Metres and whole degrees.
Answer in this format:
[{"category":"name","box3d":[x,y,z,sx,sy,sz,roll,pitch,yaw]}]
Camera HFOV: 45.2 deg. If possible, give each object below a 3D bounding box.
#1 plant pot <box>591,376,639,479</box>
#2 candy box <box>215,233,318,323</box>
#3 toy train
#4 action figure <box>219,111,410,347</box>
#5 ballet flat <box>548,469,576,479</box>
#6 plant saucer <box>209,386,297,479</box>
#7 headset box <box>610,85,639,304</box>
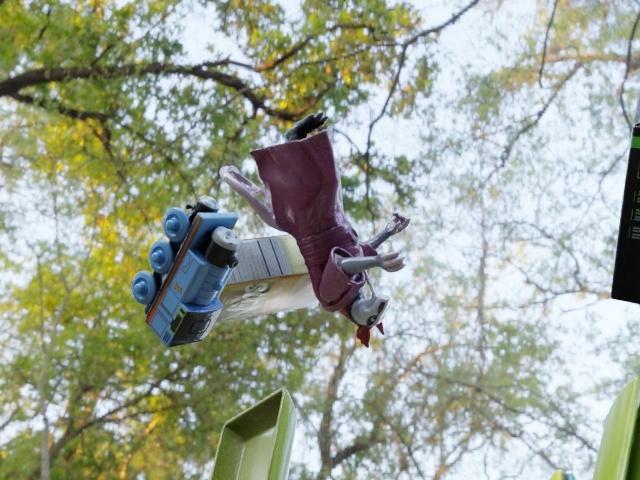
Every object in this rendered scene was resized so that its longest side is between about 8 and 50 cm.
[{"category":"plant pot","box3d":[0.331,0.225,0.580,0.207,0.228,0.227,-17,-71,36]},{"category":"candy box","box3d":[-0.109,0.067,1.364,0.316,0.088,0.183,-8,-24,-36]},{"category":"toy train","box3d":[-0.157,0.038,0.936,0.080,0.105,0.184,-4,-49,-55]},{"category":"action figure","box3d":[0.000,0.000,1.224,0.275,0.371,0.248,-19,-5,12]},{"category":"ballet flat","box3d":[0.221,0.311,0.700,0.077,0.077,0.231,-16,-68,19]},{"category":"plant saucer","box3d":[-0.094,0.321,1.067,0.045,0.189,0.188,28,-41,-21]},{"category":"headset box","box3d":[0.459,-0.054,0.828,0.246,0.131,0.283,9,-43,22]}]
